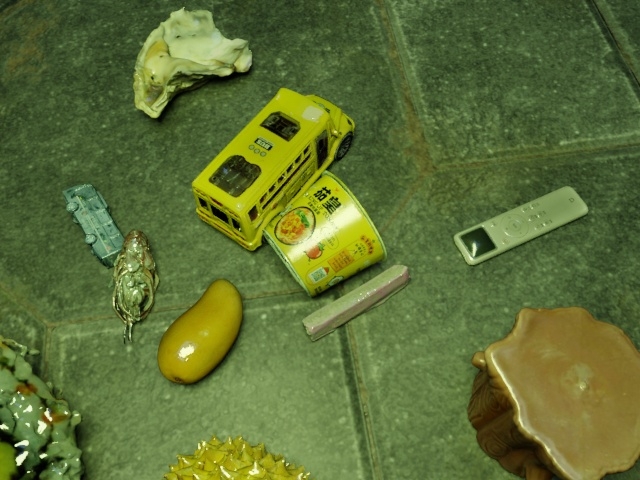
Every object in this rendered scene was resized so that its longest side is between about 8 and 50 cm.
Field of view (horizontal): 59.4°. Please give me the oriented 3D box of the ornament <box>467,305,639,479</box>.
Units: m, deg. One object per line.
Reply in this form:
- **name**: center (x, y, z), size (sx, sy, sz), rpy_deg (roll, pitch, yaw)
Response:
- **ornament**: center (0.318, 0.230, 0.774), size (0.235, 0.218, 0.221), rpy_deg (6, 62, 2)

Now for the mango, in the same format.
- **mango**: center (-0.183, 0.144, 0.891), size (0.102, 0.085, 0.184), rpy_deg (23, 54, 15)

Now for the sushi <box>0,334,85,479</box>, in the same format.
- **sushi**: center (-0.482, 0.275, 0.674), size (0.175, 0.417, 0.418), rpy_deg (-25, 57, 33)

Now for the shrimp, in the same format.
- **shrimp**: center (-0.309, 0.075, 0.927), size (0.074, 0.073, 0.190), rpy_deg (8, 76, -10)

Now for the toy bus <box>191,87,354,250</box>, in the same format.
- **toy bus**: center (-0.073, -0.151, 1.006), size (0.145, 0.151, 0.331), rpy_deg (31, 67, 17)

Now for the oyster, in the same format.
- **oyster**: center (-0.265, -0.364, 1.145), size (0.271, 0.100, 0.275), rpy_deg (-21, 52, -14)

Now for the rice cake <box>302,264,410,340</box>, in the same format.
- **rice cake**: center (0.062, 0.100, 0.935), size (0.206, 0.047, 0.036), rpy_deg (-28, 60, -15)

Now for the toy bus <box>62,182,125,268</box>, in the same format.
- **toy bus**: center (-0.397, -0.029, 0.997), size (0.065, 0.047, 0.166), rpy_deg (-29, 68, -20)

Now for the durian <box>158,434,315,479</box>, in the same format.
- **durian**: center (-0.089, 0.341, 0.731), size (0.305, 0.196, 0.186), rpy_deg (10, 56, 7)

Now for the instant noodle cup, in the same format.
- **instant noodle cup**: center (0.000, 0.000, 0.924), size (0.144, 0.182, 0.182), rpy_deg (-36, 68, -7)

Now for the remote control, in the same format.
- **remote control**: center (0.365, -0.031, 1.016), size (0.260, 0.029, 0.067), rpy_deg (-22, 65, -12)
